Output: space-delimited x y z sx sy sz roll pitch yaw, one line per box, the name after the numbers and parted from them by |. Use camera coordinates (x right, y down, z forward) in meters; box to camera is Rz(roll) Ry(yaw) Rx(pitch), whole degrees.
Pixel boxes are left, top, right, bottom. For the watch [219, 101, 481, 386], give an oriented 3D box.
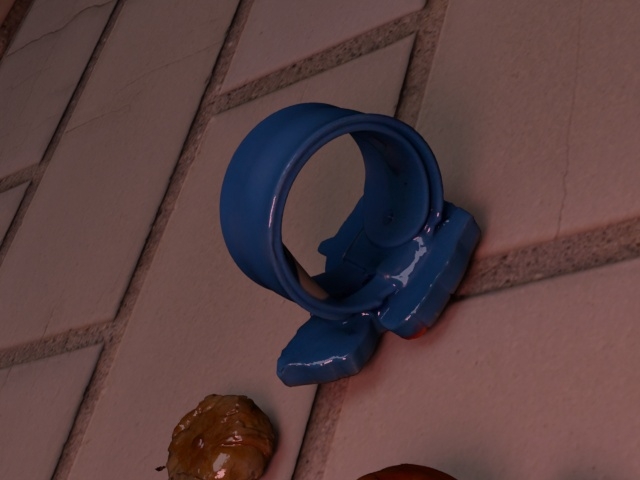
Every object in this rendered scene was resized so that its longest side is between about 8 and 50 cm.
0.000 0.000 1.366 0.305 0.274 0.241 -52 34 -13 | watch

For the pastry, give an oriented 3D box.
-0.122 0.255 1.428 0.153 0.081 0.153 -31 28 18 | pastry

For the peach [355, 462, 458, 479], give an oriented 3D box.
0.085 0.305 1.061 0.197 0.197 0.197 -30 38 27 | peach
